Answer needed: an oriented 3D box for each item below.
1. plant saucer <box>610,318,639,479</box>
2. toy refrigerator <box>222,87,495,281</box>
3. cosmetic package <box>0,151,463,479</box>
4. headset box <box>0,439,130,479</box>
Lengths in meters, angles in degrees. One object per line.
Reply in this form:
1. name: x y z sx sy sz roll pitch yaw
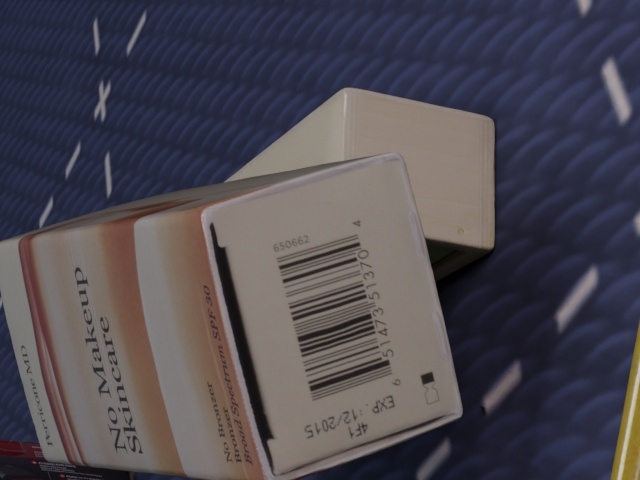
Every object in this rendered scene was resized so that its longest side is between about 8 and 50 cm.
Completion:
1. plant saucer: 0.207 0.100 0.751 0.333 0.081 0.332 -168 89 -67
2. toy refrigerator: 0.000 0.000 1.236 0.269 0.102 0.094 -32 52 59
3. cosmetic package: -0.064 0.047 1.112 0.296 0.129 0.153 -9 96 61
4. headset box: -0.247 0.259 1.547 0.293 0.218 0.110 -128 50 -59
